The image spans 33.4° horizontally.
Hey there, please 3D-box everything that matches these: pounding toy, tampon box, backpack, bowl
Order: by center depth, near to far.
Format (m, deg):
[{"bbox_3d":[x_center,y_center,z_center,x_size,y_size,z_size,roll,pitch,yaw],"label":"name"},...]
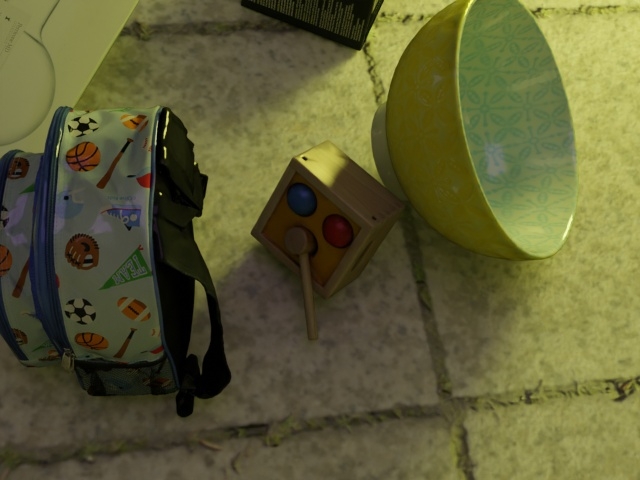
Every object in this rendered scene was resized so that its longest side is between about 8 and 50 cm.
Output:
[{"bbox_3d":[-0.195,0.000,0.988,0.213,0.263,0.277,-3,64,-10],"label":"backpack"},{"bbox_3d":[0.000,0.000,1.102,0.130,0.141,0.100,41,36,13],"label":"pounding toy"},{"bbox_3d":[0.149,-0.110,1.144,0.156,0.289,0.290,-11,54,35],"label":"bowl"},{"bbox_3d":[0.002,-0.326,1.281,0.161,0.101,0.120,22,61,3],"label":"tampon box"}]

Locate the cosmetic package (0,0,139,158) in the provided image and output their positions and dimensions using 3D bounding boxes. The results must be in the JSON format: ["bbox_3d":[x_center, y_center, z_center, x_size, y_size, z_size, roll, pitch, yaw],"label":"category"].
[{"bbox_3d":[-0.408,-0.248,1.084,0.377,0.097,0.285,32,69,-16],"label":"cosmetic package"}]
